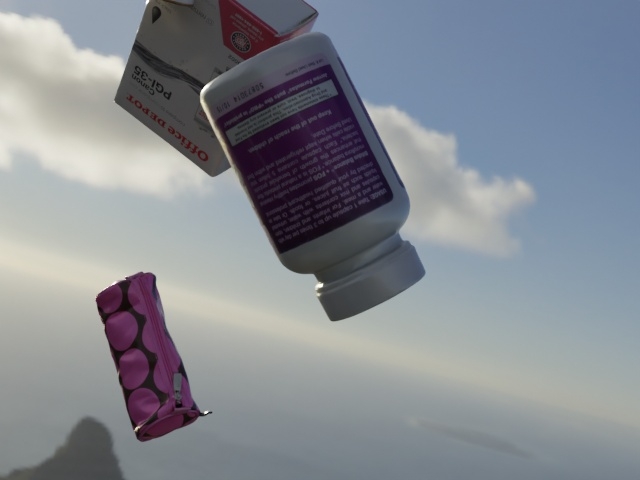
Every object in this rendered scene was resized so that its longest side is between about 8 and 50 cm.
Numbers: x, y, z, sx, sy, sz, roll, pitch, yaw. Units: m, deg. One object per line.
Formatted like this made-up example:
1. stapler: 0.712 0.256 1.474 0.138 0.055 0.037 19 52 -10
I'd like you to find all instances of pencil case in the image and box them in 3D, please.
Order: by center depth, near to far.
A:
1. pencil case: -0.215 0.140 1.347 0.095 0.209 0.098 -15 -22 -24

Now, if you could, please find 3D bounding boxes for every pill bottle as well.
1. pill bottle: -0.001 -0.068 1.222 0.169 0.302 0.169 -26 2 1

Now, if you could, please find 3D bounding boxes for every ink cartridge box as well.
1. ink cartridge box: -0.157 -0.262 1.555 0.207 0.283 0.117 38 42 8

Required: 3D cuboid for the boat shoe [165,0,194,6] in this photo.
1. boat shoe: -0.275 -0.400 1.394 0.277 0.096 0.098 28 11 -8
